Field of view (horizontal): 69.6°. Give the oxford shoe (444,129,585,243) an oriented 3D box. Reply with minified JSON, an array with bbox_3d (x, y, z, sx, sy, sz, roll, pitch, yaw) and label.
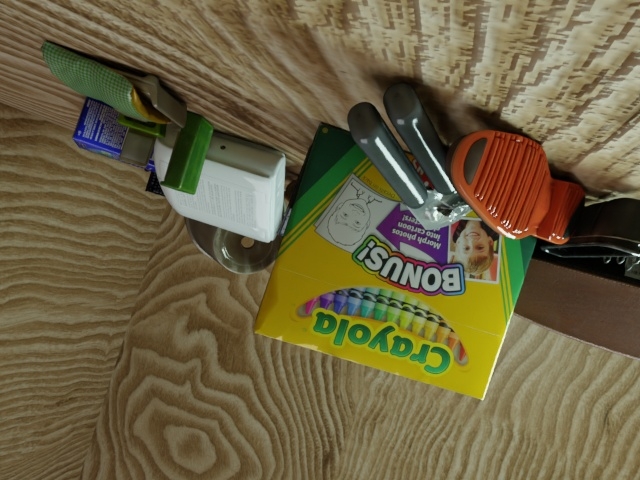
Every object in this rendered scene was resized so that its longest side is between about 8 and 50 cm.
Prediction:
[{"bbox_3d":[0.202,-0.055,0.520,0.271,0.097,0.098,18,-174,-44],"label":"oxford shoe"}]

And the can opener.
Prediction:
[{"bbox_3d":[0.113,-0.091,0.531,0.076,0.095,0.283,-24,149,20],"label":"can opener"}]

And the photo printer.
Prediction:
[{"bbox_3d":[-0.240,-0.136,1.086,0.307,0.107,0.256,17,143,7],"label":"photo printer"}]

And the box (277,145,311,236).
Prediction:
[{"bbox_3d":[0.025,-0.066,0.832,0.158,0.156,0.093,20,145,-6],"label":"box"}]

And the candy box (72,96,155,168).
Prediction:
[{"bbox_3d":[-0.481,-0.259,1.254,0.317,0.122,0.268,19,178,-26],"label":"candy box"}]

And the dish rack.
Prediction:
[{"bbox_3d":[0.454,0.016,0.584,0.271,0.074,0.208,18,-179,6],"label":"dish rack"}]

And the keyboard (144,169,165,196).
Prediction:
[{"bbox_3d":[-0.488,-0.230,1.413,0.108,0.180,0.023,17,171,-19],"label":"keyboard"}]

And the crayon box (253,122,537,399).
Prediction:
[{"bbox_3d":[0.118,0.035,0.709,0.363,0.313,0.106,18,180,-5],"label":"crayon box"}]

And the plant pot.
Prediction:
[{"bbox_3d":[-0.235,-0.041,1.358,0.323,0.323,0.280,18,-164,-23],"label":"plant pot"}]

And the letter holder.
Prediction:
[{"bbox_3d":[0.475,0.120,0.782,0.302,0.214,0.152,18,-147,29],"label":"letter holder"}]

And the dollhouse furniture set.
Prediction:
[{"bbox_3d":[-0.342,-0.197,0.825,0.197,0.151,0.301,18,180,3],"label":"dollhouse furniture set"}]

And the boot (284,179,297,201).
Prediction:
[{"bbox_3d":[-0.050,-0.143,1.462,0.283,0.109,0.220,7,-169,-44],"label":"boot"}]
